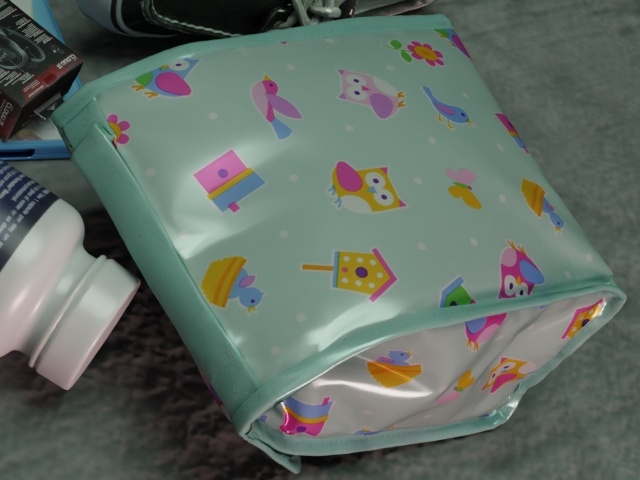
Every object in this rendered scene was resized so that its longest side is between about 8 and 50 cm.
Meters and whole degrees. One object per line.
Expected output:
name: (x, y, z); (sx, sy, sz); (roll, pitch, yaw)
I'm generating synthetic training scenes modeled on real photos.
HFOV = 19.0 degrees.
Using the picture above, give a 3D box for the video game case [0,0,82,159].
video game case: (-0.219, -0.095, 1.107); (0.166, 0.015, 0.119); (-4, 54, -33)

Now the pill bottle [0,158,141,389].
pill bottle: (-0.181, 0.003, 0.984); (0.169, 0.094, 0.094); (33, 43, -1)

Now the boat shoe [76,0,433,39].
boat shoe: (-0.016, -0.171, 1.226); (0.105, 0.113, 0.306); (40, 32, 27)

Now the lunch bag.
lunch bag: (0.000, 0.000, 1.051); (0.262, 0.160, 0.223); (-9, 58, -43)

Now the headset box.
headset box: (-0.182, -0.101, 1.098); (0.083, 0.032, 0.062); (39, 44, 4)
